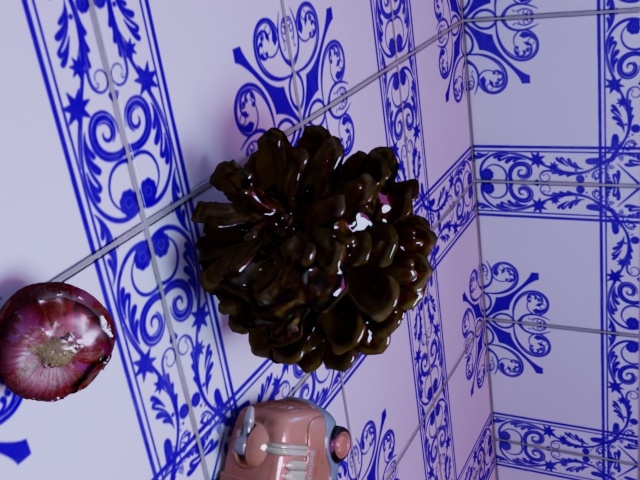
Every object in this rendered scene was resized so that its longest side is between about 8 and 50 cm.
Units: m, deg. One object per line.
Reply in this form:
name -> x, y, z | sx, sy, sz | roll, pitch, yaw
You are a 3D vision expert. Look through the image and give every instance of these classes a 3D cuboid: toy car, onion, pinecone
toy car -> -0.082, 0.414, 1.477 | 0.212, 0.180, 0.271 | 18, 77, -51
onion -> -0.336, 0.118, 1.041 | 0.150, 0.140, 0.150 | -4, 102, -18
pinecone -> -0.023, -0.005, 1.326 | 0.397, 0.397, 0.398 | -14, 106, -61
